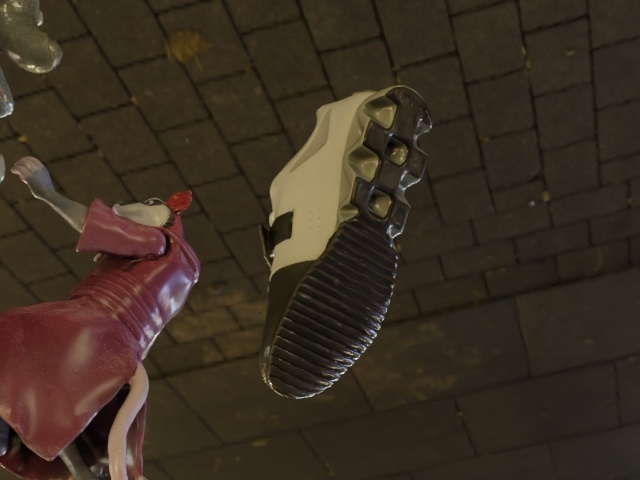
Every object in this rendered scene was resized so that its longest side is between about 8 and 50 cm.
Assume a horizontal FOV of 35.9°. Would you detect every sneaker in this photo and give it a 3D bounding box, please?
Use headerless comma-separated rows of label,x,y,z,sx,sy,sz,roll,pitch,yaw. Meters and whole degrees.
sneaker,0.000,0.000,1.015,0.146,0.331,0.122,5,157,47

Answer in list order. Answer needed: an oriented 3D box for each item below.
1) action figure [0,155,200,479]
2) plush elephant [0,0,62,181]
action figure,-0.216,0.077,1.018,0.275,0.370,0.248,14,143,26
plush elephant,-0.339,-0.222,0.937,0.255,0.330,0.272,-16,166,19
